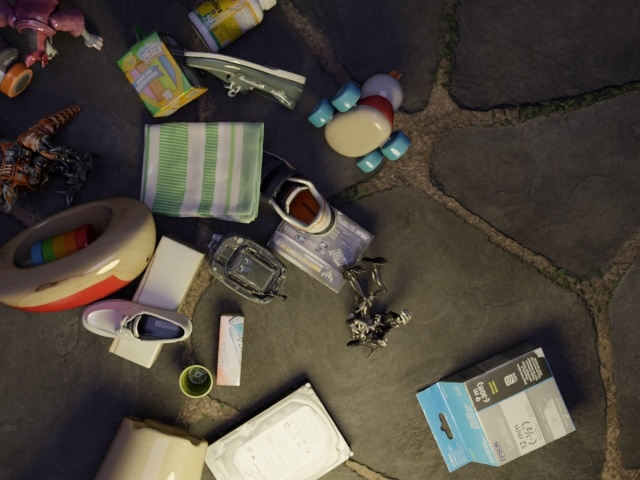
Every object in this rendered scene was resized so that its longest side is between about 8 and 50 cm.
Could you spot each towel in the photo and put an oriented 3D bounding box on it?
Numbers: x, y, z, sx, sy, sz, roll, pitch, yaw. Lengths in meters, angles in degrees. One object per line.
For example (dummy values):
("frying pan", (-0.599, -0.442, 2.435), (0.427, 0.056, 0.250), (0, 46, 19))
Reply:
("towel", (-0.303, -0.175, 1.776), (0.324, 0.038, 0.248), (4, 90, 19))

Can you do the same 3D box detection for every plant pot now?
("plant pot", (-0.426, 0.609, 1.738), (0.333, 0.334, 0.306), (19, 78, -6))
("plant pot", (-0.320, 0.356, 1.834), (0.083, 0.079, 0.083), (0, 92, -7))

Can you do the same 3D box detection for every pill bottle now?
("pill bottle", (-0.829, -0.455, 1.724), (0.245, 0.130, 0.130), (36, 88, -6))
("pill bottle", (-0.219, -0.577, 1.790), (0.208, 0.117, 0.118), (-35, 95, -3))

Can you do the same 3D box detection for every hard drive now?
("hard drive", (-0.114, 0.554, 1.873), (0.338, 0.064, 0.237), (-31, 95, -3))

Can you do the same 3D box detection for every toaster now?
("toaster", (-0.182, 0.070, 1.791), (0.227, 0.146, 0.129), (34, 85, -16))

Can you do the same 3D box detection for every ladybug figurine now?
("ladybug figurine", (-0.593, 0.049, 1.709), (0.449, 0.305, 0.162), (-16, 129, 9))

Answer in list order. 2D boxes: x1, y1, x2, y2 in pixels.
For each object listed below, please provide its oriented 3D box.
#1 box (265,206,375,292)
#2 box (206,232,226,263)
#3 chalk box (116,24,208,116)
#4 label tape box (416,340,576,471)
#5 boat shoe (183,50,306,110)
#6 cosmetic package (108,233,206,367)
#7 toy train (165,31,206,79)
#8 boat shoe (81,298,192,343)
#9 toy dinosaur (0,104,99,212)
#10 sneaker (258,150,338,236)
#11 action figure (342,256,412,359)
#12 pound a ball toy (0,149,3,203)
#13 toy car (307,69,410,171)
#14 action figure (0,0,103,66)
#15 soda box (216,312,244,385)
("box", (0.000, 0.000, 1.865), (0.231, 0.056, 0.183), (34, 89, -6))
("box", (-0.258, 0.027, 1.858), (0.067, 0.018, 0.083), (11, 91, -6))
("chalk box", (-0.403, -0.430, 1.756), (0.132, 0.132, 0.213), (-33, 94, 14))
("label tape box", (0.469, 0.458, 1.905), (0.347, 0.115, 0.249), (-24, 94, -6))
("boat shoe", (-0.191, -0.403, 1.779), (0.319, 0.116, 0.099), (8, 105, -26))
("cosmetic package", (-0.403, 0.146, 1.779), (0.113, 0.160, 0.310), (24, 89, -6))
("toy train", (-0.350, -0.475, 1.825), (0.036, 0.027, 0.158), (-42, 96, -5))
("boat shoe", (-0.431, 0.190, 1.656), (0.258, 0.084, 0.095), (3, 92, -5))
("toy dinosaur", (-0.669, -0.201, 1.720), (0.218, 0.164, 0.322), (32, 82, -17))
("sneaker", (-0.096, -0.133, 1.775), (0.321, 0.127, 0.126), (35, 90, 14))
("action figure", (0.135, 0.191, 1.828), (0.164, 0.141, 0.276), (-18, 108, -22))
("pound a ball toy", (-0.834, -0.220, 1.664), (0.135, 0.319, 0.208), (-26, 79, -4))
("toy car", (0.131, -0.344, 1.829), (0.219, 0.210, 0.238), (41, 58, -19))
("action figure", (-0.655, -0.591, 1.680), (0.248, 0.276, 0.370), (-1, 78, -12))
("soda box", (-0.235, 0.284, 1.851), (0.062, 0.058, 0.183), (3, 92, -6))
